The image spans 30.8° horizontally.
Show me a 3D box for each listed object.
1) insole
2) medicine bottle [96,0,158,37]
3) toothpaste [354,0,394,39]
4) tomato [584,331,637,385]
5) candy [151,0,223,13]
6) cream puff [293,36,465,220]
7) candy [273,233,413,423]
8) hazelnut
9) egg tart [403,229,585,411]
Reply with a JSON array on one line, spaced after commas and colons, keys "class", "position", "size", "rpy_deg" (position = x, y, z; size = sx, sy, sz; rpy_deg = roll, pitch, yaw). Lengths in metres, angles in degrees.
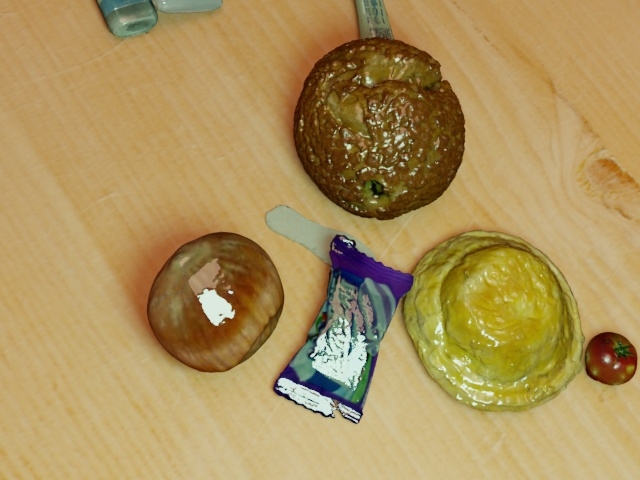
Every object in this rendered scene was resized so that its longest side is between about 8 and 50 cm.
[{"class": "insole", "position": [0.000, 0.000, 1.886], "size": [0.197, 0.004, 0.065], "rpy_deg": [26, 63, 3]}, {"class": "medicine bottle", "position": [-0.356, -0.448, 2.012], "size": [0.090, 0.054, 0.209], "rpy_deg": [-19, 69, -19]}, {"class": "toothpaste", "position": [0.091, -0.411, 2.079], "size": [0.069, 0.047, 0.268], "rpy_deg": [2, 65, -30]}, {"class": "tomato", "position": [0.457, 0.189, 1.839], "size": [0.087, 0.075, 0.087], "rpy_deg": [12, 51, -16]}, {"class": "candy", "position": [-0.259, -0.470, 2.025], "size": [0.138, 0.071, 0.174], "rpy_deg": [-12, 66, -39]}, {"class": "cream puff", "position": [0.097, -0.198, 1.885], "size": [0.303, 0.212, 0.303], "rpy_deg": [3, 60, -5]}, {"class": "candy", "position": [0.040, 0.136, 1.787], "size": [0.145, 0.070, 0.275], "rpy_deg": [23, 74, 0]}, {"class": "hazelnut", "position": [-0.156, 0.087, 1.711], "size": [0.176, 0.214, 0.214], "rpy_deg": [11, 53, 43]}, {"class": "egg tart", "position": [0.283, 0.111, 1.815], "size": [0.318, 0.128, 0.319], "rpy_deg": [5, 63, -10]}]
